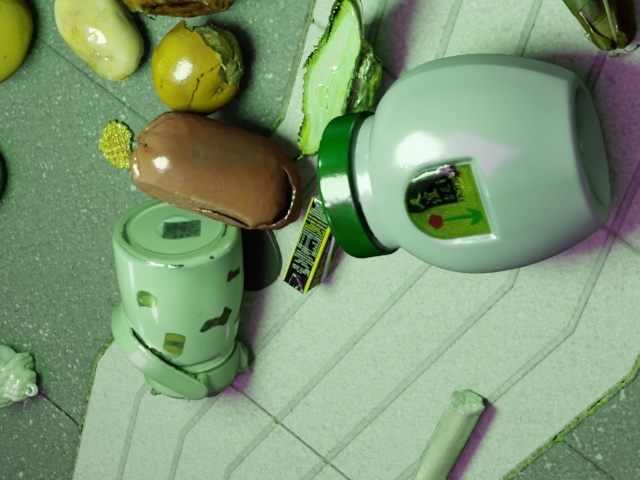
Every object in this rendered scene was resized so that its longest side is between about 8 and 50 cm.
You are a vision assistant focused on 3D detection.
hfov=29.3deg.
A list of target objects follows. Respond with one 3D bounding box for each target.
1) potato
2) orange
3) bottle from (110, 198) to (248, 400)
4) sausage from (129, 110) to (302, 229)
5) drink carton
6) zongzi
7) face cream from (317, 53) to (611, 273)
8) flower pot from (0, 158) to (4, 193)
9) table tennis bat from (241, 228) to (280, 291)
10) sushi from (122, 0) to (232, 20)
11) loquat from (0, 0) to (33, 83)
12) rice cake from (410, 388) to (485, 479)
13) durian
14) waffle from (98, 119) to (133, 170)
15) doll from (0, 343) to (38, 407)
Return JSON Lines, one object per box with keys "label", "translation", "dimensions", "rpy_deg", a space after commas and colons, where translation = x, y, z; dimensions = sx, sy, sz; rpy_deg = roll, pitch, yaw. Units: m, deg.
{"label": "potato", "translation": [-0.358, -0.341, 1.992], "dimensions": [0.118, 0.109, 0.178], "rpy_deg": [-35, 95, 14]}
{"label": "orange", "translation": [-0.192, -0.268, 1.898], "dimensions": [0.134, 0.156, 0.156], "rpy_deg": [40, 124, 18]}
{"label": "bottle", "translation": [-0.235, 0.119, 2.033], "dimensions": [0.229, 0.229, 0.351], "rpy_deg": [19, 129, 24]}
{"label": "sausage", "translation": [-0.155, -0.104, 1.888], "dimensions": [0.280, 0.152, 0.152], "rpy_deg": [20, 125, -18]}
{"label": "drink carton", "translation": [0.000, 0.000, 1.932], "dimensions": [0.056, 0.071, 0.165], "rpy_deg": [33, 123, 20]}
{"label": "zongzi", "translation": [0.389, -0.350, 1.563], "dimensions": [0.184, 0.084, 0.187], "rpy_deg": [-35, 96, 26]}
{"label": "face cream", "translation": [0.197, -0.099, 1.673], "dimensions": [0.357, 0.219, 0.312], "rpy_deg": [-8, 118, 27]}
{"label": "flower pot", "translation": [-0.697, -0.114, 2.255], "dimensions": [0.243, 0.157, 0.189], "rpy_deg": [-9, 105, 35]}
{"label": "table tennis bat", "translation": [-0.153, -0.028, 2.044], "dimensions": [0.138, 0.022, 0.246], "rpy_deg": [-24, 96, 36]}
{"label": "sushi", "translation": [-0.217, -0.422, 1.842], "dimensions": [0.296, 0.167, 0.179], "rpy_deg": [7, 100, 51]}
{"label": "loquat", "translation": [-0.590, -0.356, 2.072], "dimensions": [0.208, 0.208, 0.208], "rpy_deg": [12, 114, 27]}
{"label": "rice cake", "translation": [0.193, 0.344, 1.961], "dimensions": [0.057, 0.052, 0.256], "rpy_deg": [30, 122, 14]}
{"label": "durian", "translation": [0.025, -0.236, 1.796], "dimensions": [0.132, 0.106, 0.375], "rpy_deg": [39, 145, 19]}
{"label": "waffle", "translation": [-0.349, -0.166, 2.110], "dimensions": [0.078, 0.016, 0.085], "rpy_deg": [24, 119, 21]}
{"label": "doll", "translation": [-0.670, 0.236, 2.399], "dimensions": [0.293, 0.119, 0.138], "rpy_deg": [25, 97, 21]}
